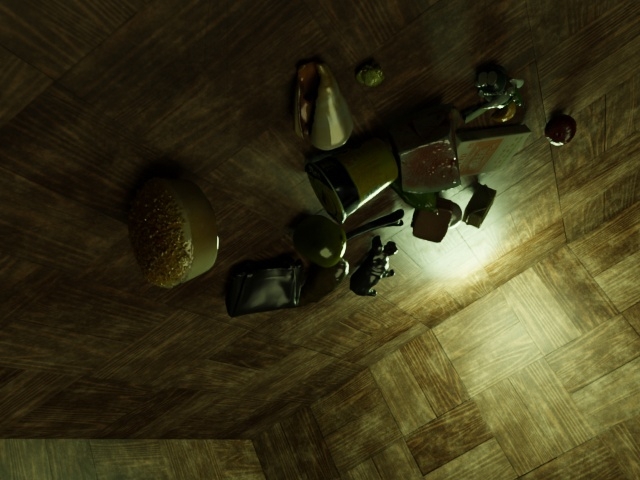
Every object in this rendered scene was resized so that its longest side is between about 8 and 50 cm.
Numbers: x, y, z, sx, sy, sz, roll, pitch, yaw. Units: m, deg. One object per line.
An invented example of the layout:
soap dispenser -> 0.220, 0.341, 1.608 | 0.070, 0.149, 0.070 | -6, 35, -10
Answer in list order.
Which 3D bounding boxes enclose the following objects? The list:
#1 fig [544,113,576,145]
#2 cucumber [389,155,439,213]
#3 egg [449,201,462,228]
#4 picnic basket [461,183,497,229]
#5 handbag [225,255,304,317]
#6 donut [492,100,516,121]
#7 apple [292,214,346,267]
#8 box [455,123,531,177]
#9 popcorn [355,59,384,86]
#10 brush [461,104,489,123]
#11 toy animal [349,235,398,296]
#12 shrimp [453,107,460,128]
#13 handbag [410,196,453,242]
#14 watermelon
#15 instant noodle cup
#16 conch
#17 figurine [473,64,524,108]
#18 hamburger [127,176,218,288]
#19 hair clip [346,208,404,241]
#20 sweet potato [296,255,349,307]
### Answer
fig -> 0.924, -0.418, 2.160 | 0.153, 0.119, 0.119 | -3, 143, -41
cucumber -> 0.312, -0.180, 1.889 | 0.134, 0.244, 0.134 | -27, 153, -15
egg -> 0.529, -0.103, 2.339 | 0.103, 0.103, 0.135 | -22, 154, -10
picnic basket -> 0.653, -0.140, 2.341 | 0.164, 0.079, 0.115 | -56, 159, -19
handbag -> -0.208, 0.169, 2.139 | 0.285, 0.113, 0.257 | -6, 139, -22
donut -> 0.625, -0.443, 1.948 | 0.083, 0.067, 0.038 | -10, 177, 43
apple -> 0.000, 0.000, 1.971 | 0.157, 0.196, 0.196 | -60, 149, -2
box -> 0.582, -0.319, 2.070 | 0.365, 0.051, 0.205 | -13, 149, -30
popcorn -> 0.129, -0.436, 1.502 | 0.083, 0.068, 0.059 | -4, 143, 40
brush -> 0.538, -0.439, 1.884 | 0.178, 0.030, 0.033 | -31, 146, -16
toy animal -> 0.238, 0.106, 2.433 | 0.168, 0.106, 0.343 | -2, 137, -27
shrimp -> 0.394, -0.336, 1.893 | 0.145, 0.059, 0.254 | -33, 149, -29
handbag -> 0.439, -0.083, 2.259 | 0.151, 0.072, 0.193 | 10, 139, 3
watermelon -> 0.334, -0.262, 1.714 | 0.212, 0.262, 0.201 | -14, -168, 4
instant noodle cup -> 0.104, -0.195, 1.740 | 0.236, 0.215, 0.215 | -30, 152, -11
conch -> 0.006, -0.355, 1.494 | 0.158, 0.127, 0.255 | 1, 127, 7
figurine -> 0.547, -0.467, 1.757 | 0.147, 0.126, 0.192 | -3, 175, 35
hamburger -> -0.394, -0.021, 1.492 | 0.170, 0.302, 0.302 | -16, 150, -36
hair clip -> 0.196, -0.051, 2.212 | 0.275, 0.048, 0.083 | -19, 152, -7
sweet potato -> -0.010, 0.176, 2.319 | 0.130, 0.131, 0.422 | -2, 151, -39
